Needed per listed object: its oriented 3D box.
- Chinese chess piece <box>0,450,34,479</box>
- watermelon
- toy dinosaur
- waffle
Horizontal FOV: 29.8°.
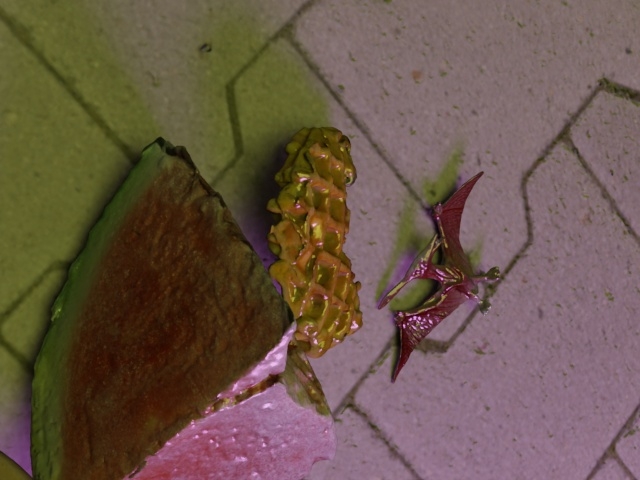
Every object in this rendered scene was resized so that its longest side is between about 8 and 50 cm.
[{"bbox_3d":[-0.295,0.250,0.794,0.273,0.102,0.273,5,58,-8],"label":"Chinese chess piece"},{"bbox_3d":[-0.103,0.088,0.917,0.193,0.231,0.310,69,32,-53],"label":"watermelon"},{"bbox_3d":[0.118,0.036,1.142,0.108,0.032,0.220,25,81,-31],"label":"toy dinosaur"},{"bbox_3d":[0.003,-0.001,1.034,0.149,0.051,0.194,-35,120,-61],"label":"waffle"}]
